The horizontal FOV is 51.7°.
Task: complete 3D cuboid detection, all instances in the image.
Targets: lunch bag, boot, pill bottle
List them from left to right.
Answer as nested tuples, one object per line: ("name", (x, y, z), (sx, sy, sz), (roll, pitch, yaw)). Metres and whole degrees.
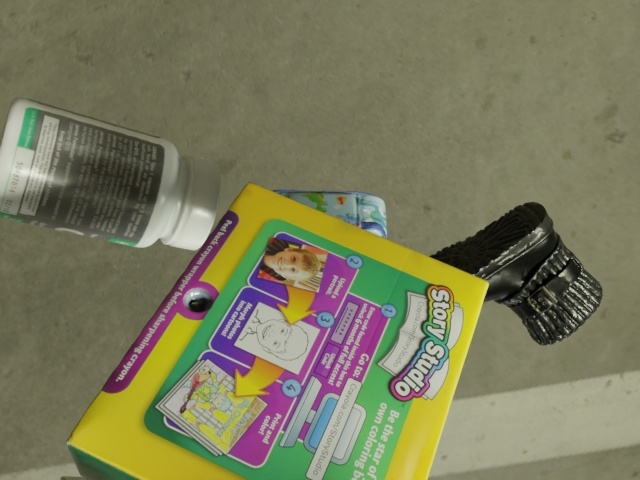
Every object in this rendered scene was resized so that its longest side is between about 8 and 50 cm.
("pill bottle", (-0.373, -0.102, 1.160), (0.361, 0.204, 0.204), (14, 117, -26))
("lunch bag", (0.000, 0.000, 1.087), (0.219, 0.090, 0.176), (1, 146, -1))
("boot", (0.354, 0.113, 1.291), (0.348, 0.131, 0.260), (-32, 118, 15))

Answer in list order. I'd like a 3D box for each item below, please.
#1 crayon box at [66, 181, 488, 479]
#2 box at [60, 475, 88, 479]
("crayon box", (-0.022, 0.141, 0.705), (0.313, 0.363, 0.106), (24, 143, 8))
("box", (-0.442, 0.592, 1.417), (0.232, 0.127, 0.148), (13, 75, -28))
